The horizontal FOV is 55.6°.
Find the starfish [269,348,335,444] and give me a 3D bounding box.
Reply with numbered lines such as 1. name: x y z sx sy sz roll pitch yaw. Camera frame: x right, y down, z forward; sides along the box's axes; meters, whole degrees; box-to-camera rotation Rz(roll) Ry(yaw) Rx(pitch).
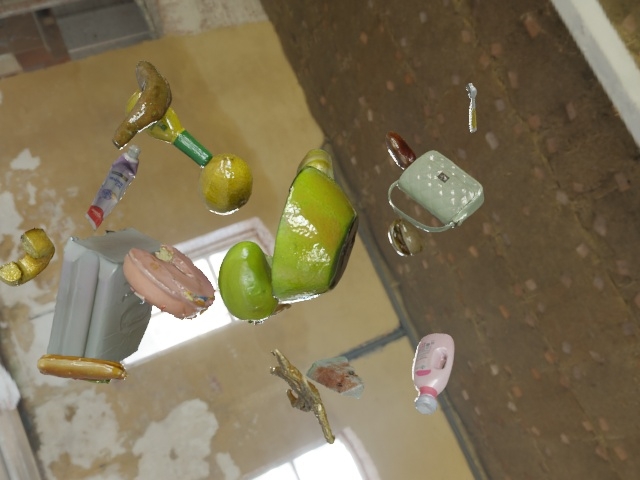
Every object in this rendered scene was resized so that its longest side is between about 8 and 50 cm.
1. starfish: -0.052 0.385 1.592 0.299 0.060 0.302 45 -23 34

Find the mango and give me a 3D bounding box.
1. mango: -0.234 0.135 1.913 0.149 0.185 0.273 42 -20 58

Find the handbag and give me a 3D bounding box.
1. handbag: 0.327 -0.134 1.772 0.256 0.219 0.079 44 -11 34

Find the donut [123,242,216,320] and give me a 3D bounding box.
1. donut: -0.325 0.096 1.337 0.199 0.085 0.233 41 7 6

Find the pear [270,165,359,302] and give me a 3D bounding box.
1. pear: 0.003 0.000 1.694 0.399 0.165 0.399 15 90 -78

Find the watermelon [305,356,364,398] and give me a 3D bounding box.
1. watermelon: 0.065 0.482 2.110 0.241 0.154 0.094 21 -78 57

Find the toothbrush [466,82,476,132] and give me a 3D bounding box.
1. toothbrush: 0.413 -0.357 1.656 0.024 0.021 0.288 68 9 17

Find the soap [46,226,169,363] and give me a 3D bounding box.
1. soap: -0.733 0.201 2.111 0.350 0.213 0.435 -27 136 -72

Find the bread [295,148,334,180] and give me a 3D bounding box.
1. bread: -0.019 -0.194 2.394 0.333 0.160 0.333 -4 90 -89

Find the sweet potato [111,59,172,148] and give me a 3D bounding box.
1. sweet potato: -0.415 -0.335 1.463 0.079 0.108 0.346 70 14 -45

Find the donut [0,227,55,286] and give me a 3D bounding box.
1. donut: -0.797 0.052 1.660 0.078 0.181 0.146 38 -1 3

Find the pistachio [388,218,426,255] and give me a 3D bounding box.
1. pistachio: 0.280 -0.009 1.963 0.149 0.113 0.113 60 -9 -33

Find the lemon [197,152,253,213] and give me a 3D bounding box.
1. lemon: -0.350 -0.206 2.233 0.204 0.204 0.260 58 -36 34

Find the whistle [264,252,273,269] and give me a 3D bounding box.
1. whistle: -0.164 0.107 2.111 0.131 0.288 0.106 -26 133 -74

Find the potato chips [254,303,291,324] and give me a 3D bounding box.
1. potato chips: -0.219 0.321 2.738 0.201 0.150 0.049 -23 -83 46

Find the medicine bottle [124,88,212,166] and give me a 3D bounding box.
1. medicine bottle: -0.402 -0.295 1.629 0.260 0.095 0.064 40 7 -6

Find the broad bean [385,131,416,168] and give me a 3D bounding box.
1. broad bean: 0.329 -0.381 2.528 0.165 0.084 0.114 51 14 -14

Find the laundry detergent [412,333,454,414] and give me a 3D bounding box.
1. laundry detergent: 0.420 0.499 2.287 0.088 0.159 0.335 55 34 -26

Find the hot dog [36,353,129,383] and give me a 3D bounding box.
1. hot dog: -0.613 0.334 1.575 0.092 0.235 0.062 98 -1 -74

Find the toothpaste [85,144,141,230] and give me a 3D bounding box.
1. toothpaste: -0.616 -0.159 1.800 0.075 0.301 0.048 40 21 5
